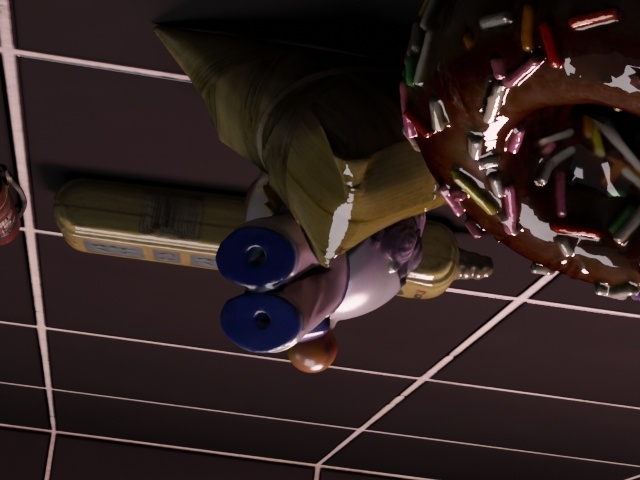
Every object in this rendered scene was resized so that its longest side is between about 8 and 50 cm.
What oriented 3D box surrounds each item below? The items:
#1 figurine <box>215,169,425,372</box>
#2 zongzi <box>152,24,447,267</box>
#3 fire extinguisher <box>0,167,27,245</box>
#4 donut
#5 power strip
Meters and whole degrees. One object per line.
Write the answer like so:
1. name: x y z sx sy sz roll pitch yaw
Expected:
1. figurine: -0.002 -0.010 1.147 0.133 0.194 0.274 -5 170 13
2. zongzi: 0.023 -0.094 1.079 0.205 0.204 0.094 -19 139 -39
3. fire extinguisher: -0.296 -0.028 1.483 0.064 0.043 0.158 -35 170 -11
4. donut: 0.168 -0.063 0.905 0.270 0.103 0.269 18 151 10
5. power strip: -0.040 0.004 1.449 0.388 0.066 0.092 6 167 -1
